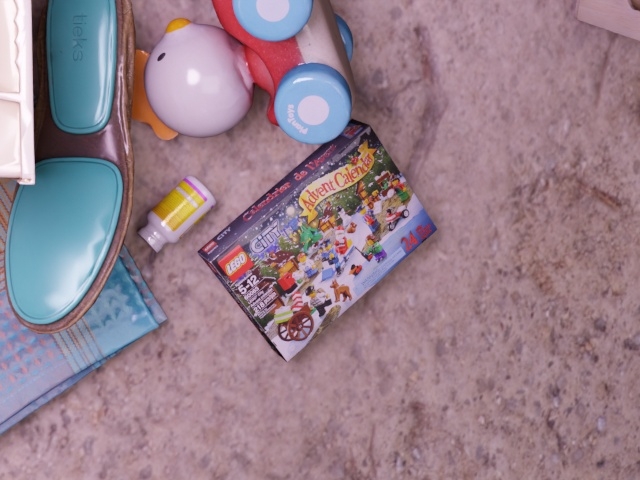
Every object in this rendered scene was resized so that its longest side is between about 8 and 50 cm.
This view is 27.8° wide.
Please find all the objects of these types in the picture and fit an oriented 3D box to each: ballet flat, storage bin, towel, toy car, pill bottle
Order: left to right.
[{"bbox_3d":[-0.313,-0.180,1.080,0.123,0.262,0.260,-1,94,-17],"label":"storage bin"},{"bbox_3d":[-0.344,0.011,1.275,0.271,0.040,0.370,-34,117,-15],"label":"towel"},{"bbox_3d":[-0.226,-0.079,1.230,0.116,0.124,0.342,1,82,5],"label":"ballet flat"},{"bbox_3d":[-0.152,-0.027,1.356,0.083,0.043,0.043,-44,119,-9],"label":"pill bottle"},{"bbox_3d":[-0.100,-0.187,1.277,0.238,0.219,0.210,-17,115,10],"label":"toy car"}]

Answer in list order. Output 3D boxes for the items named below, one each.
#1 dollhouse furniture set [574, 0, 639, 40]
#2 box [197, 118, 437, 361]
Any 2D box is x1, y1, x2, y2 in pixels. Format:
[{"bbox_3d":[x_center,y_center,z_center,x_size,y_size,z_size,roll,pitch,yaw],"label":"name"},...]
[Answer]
[{"bbox_3d":[0.391,-0.350,1.442,0.212,0.161,0.242,-9,116,-30],"label":"dollhouse furniture set"},{"bbox_3d":[0.000,0.000,1.440,0.233,0.044,0.159,-41,119,-10],"label":"box"}]
